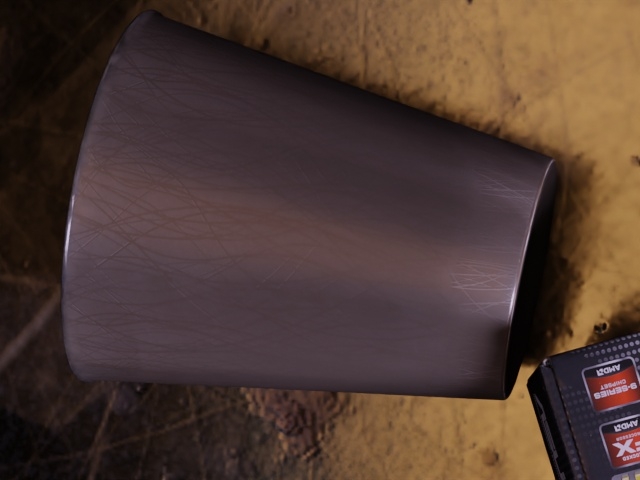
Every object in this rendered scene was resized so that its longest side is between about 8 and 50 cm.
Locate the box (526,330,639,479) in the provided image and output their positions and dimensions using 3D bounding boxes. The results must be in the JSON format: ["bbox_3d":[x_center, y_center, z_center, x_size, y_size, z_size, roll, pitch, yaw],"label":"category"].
[{"bbox_3d":[0.256,0.127,0.775,0.270,0.060,0.216,-14,76,-4],"label":"box"}]

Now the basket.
[{"bbox_3d":[0.000,0.000,0.874,0.227,0.154,0.204,12,97,13],"label":"basket"}]
